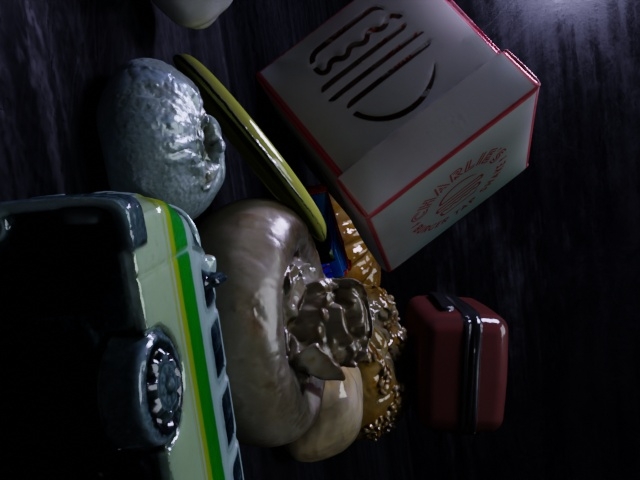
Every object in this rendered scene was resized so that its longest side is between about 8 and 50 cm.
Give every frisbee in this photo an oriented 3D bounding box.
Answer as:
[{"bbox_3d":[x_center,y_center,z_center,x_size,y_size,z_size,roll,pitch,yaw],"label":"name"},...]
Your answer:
[{"bbox_3d":[-0.067,-0.092,0.806,0.236,0.017,0.236,50,-5,6],"label":"frisbee"}]

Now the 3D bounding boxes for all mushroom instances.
[{"bbox_3d":[-0.044,0.071,0.740,0.226,0.178,0.227,-13,90,-76],"label":"mushroom"}]

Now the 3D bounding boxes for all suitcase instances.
[{"bbox_3d":[0.249,0.224,1.537,0.297,0.161,0.236,-84,176,-86],"label":"suitcase"}]

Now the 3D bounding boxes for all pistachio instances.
[{"bbox_3d":[-0.007,0.222,1.083,0.145,0.117,0.200,-48,155,-24],"label":"pistachio"}]

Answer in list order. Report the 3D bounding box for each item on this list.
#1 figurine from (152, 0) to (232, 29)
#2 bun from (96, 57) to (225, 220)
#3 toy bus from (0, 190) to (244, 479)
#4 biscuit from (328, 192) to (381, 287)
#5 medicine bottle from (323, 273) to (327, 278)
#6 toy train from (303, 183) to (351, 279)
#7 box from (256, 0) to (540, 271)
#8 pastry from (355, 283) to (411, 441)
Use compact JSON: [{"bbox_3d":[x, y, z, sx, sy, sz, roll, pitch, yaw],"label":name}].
[{"bbox_3d":[-0.127,-0.407,0.735,0.365,0.206,0.218,60,-17,8],"label":"figurine"},{"bbox_3d":[-0.123,-0.080,0.656,0.141,0.083,0.141,-9,90,-79],"label":"bun"},{"bbox_3d":[-0.114,0.109,0.427,0.165,0.133,0.276,-48,131,-77],"label":"toy bus"},{"bbox_3d":[0.074,-0.007,1.779,0.326,0.107,0.326,-5,90,-78],"label":"biscuit"},{"bbox_3d":[-0.032,0.070,1.060,0.426,0.108,0.108,58,27,-66],"label":"medicine bottle"},{"bbox_3d":[-0.009,0.007,1.298,0.204,0.082,0.131,71,15,-46],"label":"toy train"},{"bbox_3d":[0.127,-0.185,1.285,0.300,0.314,0.312,52,-1,20],"label":"box"},{"bbox_3d":[0.087,0.216,1.499,0.311,0.161,0.255,-82,164,-54],"label":"pastry"}]
